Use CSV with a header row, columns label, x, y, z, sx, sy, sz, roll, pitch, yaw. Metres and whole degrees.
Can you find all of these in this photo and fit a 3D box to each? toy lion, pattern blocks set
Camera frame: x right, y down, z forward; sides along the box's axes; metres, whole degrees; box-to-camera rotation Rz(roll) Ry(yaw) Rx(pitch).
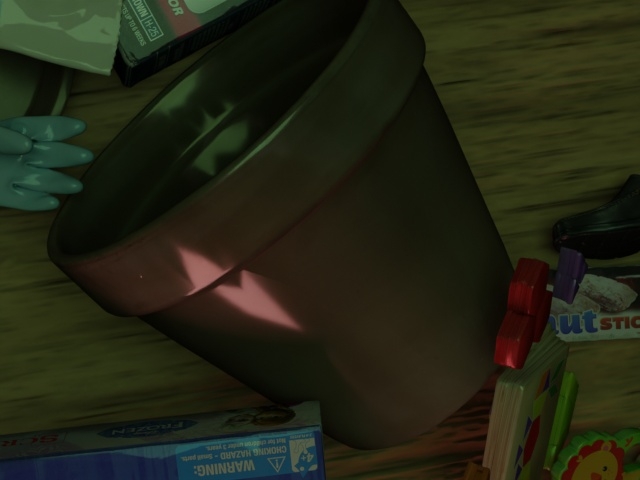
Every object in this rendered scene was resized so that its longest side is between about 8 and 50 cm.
label,x,y,z,sx,sy,sz,roll,pitch,yaw
toy lion,0.242,0.194,1.314,0.100,0.034,0.096,-39,120,-10
pattern blocks set,0.151,0.163,1.211,0.026,0.285,0.325,15,97,21

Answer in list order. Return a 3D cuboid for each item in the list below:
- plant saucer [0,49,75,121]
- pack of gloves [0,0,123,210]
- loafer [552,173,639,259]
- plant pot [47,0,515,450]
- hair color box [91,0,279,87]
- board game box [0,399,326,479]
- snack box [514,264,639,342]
label,x,y,z,sx,sy,sz,roll,pitch,yaw
plant saucer,-0.337,-0.157,1.254,0.278,0.041,0.278,0,88,-14
pack of gloves,-0.278,-0.129,1.189,0.232,0.046,0.195,9,92,0
loafer,0.276,-0.027,1.349,0.170,0.062,0.061,-10,65,-13
plant pot,0.000,0.000,1.199,0.323,0.323,0.280,-44,111,-9
hair color box,-0.050,-0.287,1.288,0.347,0.105,0.174,-30,91,-10
board game box,-0.140,0.291,1.132,0.318,0.066,0.318,-7,101,-1
snack box,0.218,0.056,1.346,0.178,0.022,0.064,-3,88,-9
